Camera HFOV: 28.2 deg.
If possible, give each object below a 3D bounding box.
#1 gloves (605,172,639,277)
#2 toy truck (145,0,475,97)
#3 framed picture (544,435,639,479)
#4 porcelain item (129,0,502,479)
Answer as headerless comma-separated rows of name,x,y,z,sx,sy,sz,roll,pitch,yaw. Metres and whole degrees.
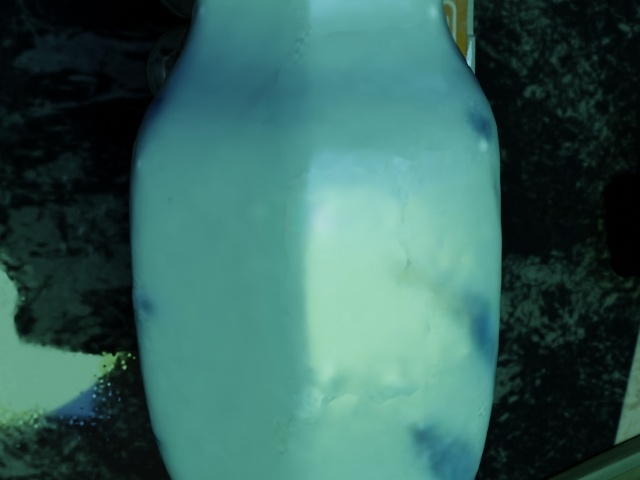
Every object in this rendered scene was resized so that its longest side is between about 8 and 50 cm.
gloves,0.367,0.003,0.990,0.197,0.301,0.152,3,80,-25
toy truck,0.002,-0.061,0.878,0.207,0.173,0.387,-5,103,-22
framed picture,0.220,0.424,1.155,0.326,0.028,0.446,-19,108,-18
porcelain item,0.000,0.000,0.675,0.179,0.242,0.405,1,106,3
